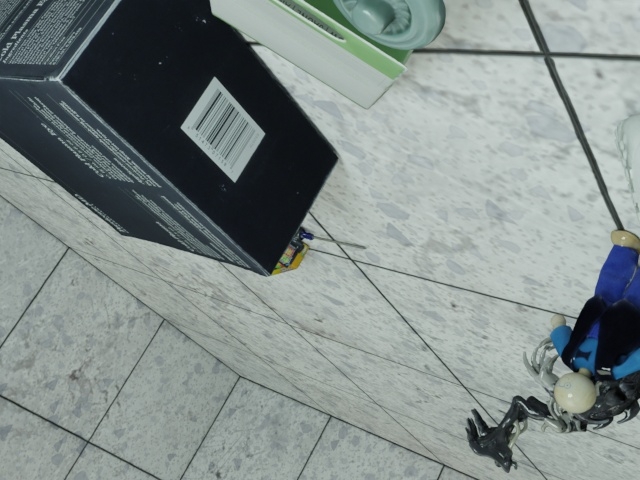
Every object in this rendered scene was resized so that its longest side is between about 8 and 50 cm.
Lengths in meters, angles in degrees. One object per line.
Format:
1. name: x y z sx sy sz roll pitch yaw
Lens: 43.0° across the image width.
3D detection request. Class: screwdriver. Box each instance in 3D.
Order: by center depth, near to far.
1. screwdriver: 0.000 0.000 1.261 0.170 0.024 0.025 17 129 31

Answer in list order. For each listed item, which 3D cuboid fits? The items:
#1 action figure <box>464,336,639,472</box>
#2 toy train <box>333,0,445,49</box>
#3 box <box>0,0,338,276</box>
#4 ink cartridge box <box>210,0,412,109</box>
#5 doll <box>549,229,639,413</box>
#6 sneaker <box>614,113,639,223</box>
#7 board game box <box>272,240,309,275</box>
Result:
1. action figure: 0.317 0.192 1.059 0.141 0.276 0.164 63 -161 16
2. toy train: 0.044 -0.225 0.390 0.190 0.142 0.334 39 163 -8
3. box: -0.212 -0.143 0.941 0.313 0.179 0.343 12 155 42
4. ink cartridge box: -0.008 -0.177 0.626 0.171 0.056 0.235 32 179 -4
5. doll: 0.271 0.079 0.771 0.046 0.189 0.129 41 159 -30
6. sneaker: 0.308 -0.016 0.655 0.095 0.090 0.235 -18 128 29
7. board game box: -0.114 0.002 1.399 0.141 0.048 0.170 33 162 -14
